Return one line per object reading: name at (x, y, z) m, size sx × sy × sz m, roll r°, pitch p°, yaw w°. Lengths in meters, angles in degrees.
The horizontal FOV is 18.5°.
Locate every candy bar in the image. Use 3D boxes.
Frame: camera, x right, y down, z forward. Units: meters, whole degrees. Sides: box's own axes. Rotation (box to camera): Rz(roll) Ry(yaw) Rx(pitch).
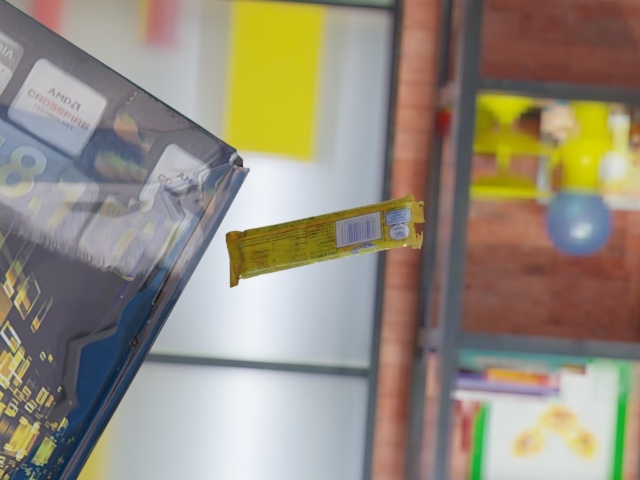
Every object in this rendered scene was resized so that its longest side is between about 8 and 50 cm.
candy bar at (0.000, 0.000, 1.332) m, size 0.161 × 0.040 × 0.018 m, roll -12°, pitch 163°, yaw 31°

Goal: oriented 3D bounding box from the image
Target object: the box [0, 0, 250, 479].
box at (-0.269, 0.007, 0.700) m, size 0.395 × 0.318 × 0.097 m, roll 33°, pitch 164°, yaw -15°
